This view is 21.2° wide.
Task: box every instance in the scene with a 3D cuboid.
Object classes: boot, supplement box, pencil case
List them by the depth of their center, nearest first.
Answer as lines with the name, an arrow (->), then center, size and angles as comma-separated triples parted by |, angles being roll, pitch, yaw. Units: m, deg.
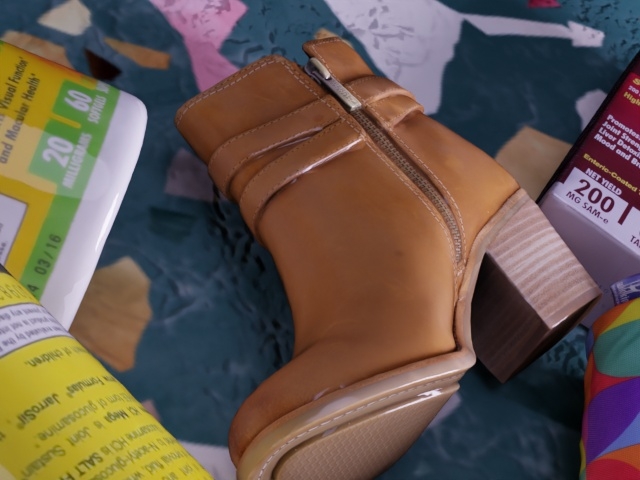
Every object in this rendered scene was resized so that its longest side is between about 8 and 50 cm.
pencil case -> 0.179, 0.131, 0.868 | 0.104, 0.104, 0.236 | 20, 49, -12
boot -> 0.000, 0.000, 0.878 | 0.220, 0.109, 0.283 | 47, 47, 14
supplement box -> 0.218, -0.035, 1.052 | 0.130, 0.073, 0.239 | 35, 44, 3

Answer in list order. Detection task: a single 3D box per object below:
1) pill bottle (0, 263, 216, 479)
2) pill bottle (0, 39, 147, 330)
pill bottle -> -0.098, 0.162, 0.634 | 0.334, 0.188, 0.188 | 43, 46, 11
pill bottle -> -0.216, -0.046, 0.782 | 0.246, 0.136, 0.136 | 22, 46, -10
